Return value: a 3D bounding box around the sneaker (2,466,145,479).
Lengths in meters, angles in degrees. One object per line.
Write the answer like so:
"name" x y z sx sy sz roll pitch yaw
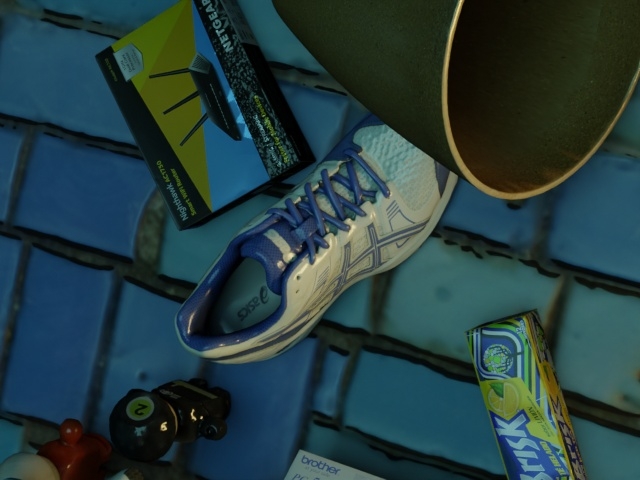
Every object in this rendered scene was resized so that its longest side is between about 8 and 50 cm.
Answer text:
"sneaker" -0.226 0.222 1.054 0.190 0.071 0.083 -34 81 21

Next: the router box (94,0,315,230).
"router box" -0.103 -0.117 1.152 0.133 0.046 0.179 -29 83 19

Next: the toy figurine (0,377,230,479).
"toy figurine" -0.157 0.240 1.138 0.213 0.148 0.210 -26 84 19

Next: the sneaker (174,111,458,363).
"sneaker" 0.000 0.000 1.078 0.112 0.131 0.296 44 105 14

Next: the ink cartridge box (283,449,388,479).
"ink cartridge box" 0.070 0.248 1.084 0.207 0.046 0.097 17 143 18

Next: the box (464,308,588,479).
"box" 0.171 0.145 1.061 0.054 0.059 0.169 -18 87 20

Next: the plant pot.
"plant pot" 0.084 -0.182 0.993 0.254 0.237 0.237 27 103 41
